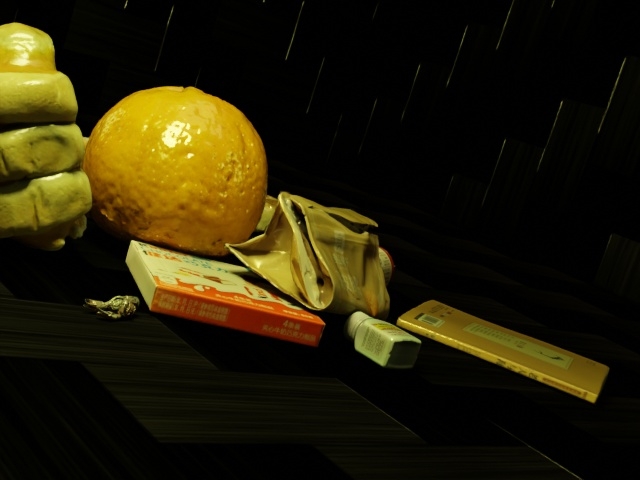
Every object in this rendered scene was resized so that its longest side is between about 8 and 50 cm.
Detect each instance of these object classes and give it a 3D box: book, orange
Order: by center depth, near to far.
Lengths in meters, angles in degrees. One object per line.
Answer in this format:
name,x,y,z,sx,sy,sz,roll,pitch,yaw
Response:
orange,-0.253,-0.122,1.741,0.340,0.293,0.340,14,-5,1
book,0.358,0.205,1.882,0.389,0.032,0.269,21,11,19

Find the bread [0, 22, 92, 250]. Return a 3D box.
bread,-0.492,-0.165,1.527,0.210,0.341,0.300,-13,28,-25

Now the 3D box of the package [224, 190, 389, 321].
package,0.013,0.020,1.675,0.221,0.165,0.311,32,4,24

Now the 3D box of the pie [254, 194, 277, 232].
pie,-0.229,-0.096,2.377,0.339,0.083,0.339,19,11,-4

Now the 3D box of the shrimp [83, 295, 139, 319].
shrimp,-0.279,0.093,1.332,0.092,0.029,0.038,0,28,-48

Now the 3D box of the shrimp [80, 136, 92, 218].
shrimp,-0.425,-0.097,1.865,0.059,0.145,0.254,29,-11,38

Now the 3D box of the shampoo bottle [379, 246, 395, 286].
shampoo bottle,0.085,0.061,1.972,0.104,0.104,0.278,21,10,18

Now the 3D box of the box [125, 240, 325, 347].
box,-0.159,0.081,1.556,0.273,0.048,0.265,14,9,-23

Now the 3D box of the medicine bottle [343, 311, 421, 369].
medicine bottle,0.093,0.159,1.561,0.074,0.055,0.118,8,13,-43
